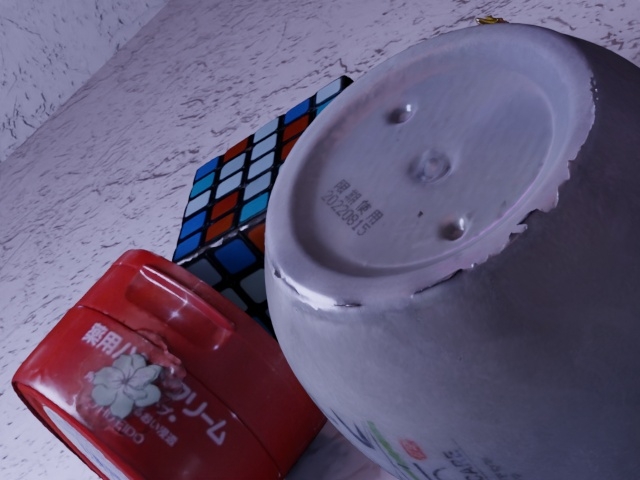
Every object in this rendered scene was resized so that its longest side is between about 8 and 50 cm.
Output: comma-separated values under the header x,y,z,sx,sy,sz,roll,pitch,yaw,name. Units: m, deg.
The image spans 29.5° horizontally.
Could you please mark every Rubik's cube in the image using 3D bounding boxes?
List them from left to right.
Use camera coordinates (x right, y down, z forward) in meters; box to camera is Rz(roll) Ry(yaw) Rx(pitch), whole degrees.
x,y,z,sx,sy,sz,roll,pitch,yaw,name
0.000,0.000,1.069,0.187,0.182,0.184,-32,27,17,Rubik's cube

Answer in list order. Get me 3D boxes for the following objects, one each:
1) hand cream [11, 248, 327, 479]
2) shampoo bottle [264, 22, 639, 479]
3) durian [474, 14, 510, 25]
x,y,z,sx,sy,sz,roll,pitch,yaw,name
-0.122,0.131,0.968,0.149,0.230,0.230,-49,26,-18,hand cream
0.121,0.031,0.734,0.273,0.266,0.273,-25,38,21,shampoo bottle
0.148,-0.083,1.010,0.186,0.154,0.260,-54,1,8,durian
